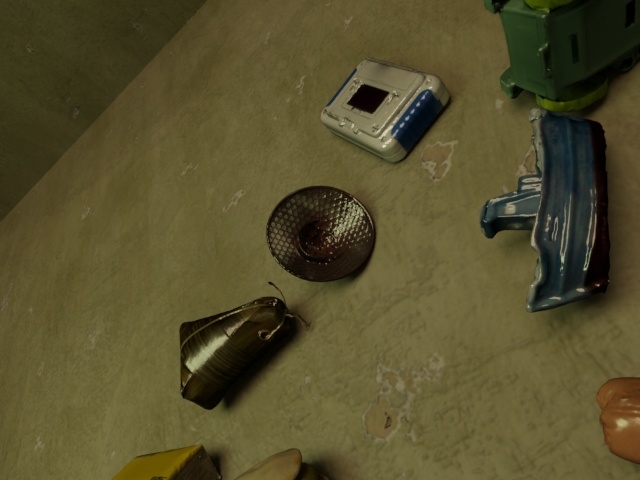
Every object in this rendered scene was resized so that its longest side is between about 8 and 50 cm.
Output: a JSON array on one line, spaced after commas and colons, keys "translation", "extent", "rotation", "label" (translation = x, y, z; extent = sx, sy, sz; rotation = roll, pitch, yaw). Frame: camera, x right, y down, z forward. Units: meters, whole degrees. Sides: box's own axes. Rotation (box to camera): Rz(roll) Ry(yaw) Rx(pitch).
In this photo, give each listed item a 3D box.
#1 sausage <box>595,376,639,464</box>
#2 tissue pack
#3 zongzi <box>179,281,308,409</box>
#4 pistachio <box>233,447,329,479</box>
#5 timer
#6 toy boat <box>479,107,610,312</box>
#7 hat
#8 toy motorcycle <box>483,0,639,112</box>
[{"translation": [0.391, 0.165, 0.372], "extent": [0.289, 0.086, 0.086], "rotation": [-4, 60, 38], "label": "sausage"}, {"translation": [-0.270, 0.410, 0.756], "extent": [0.169, 0.082, 0.120], "rotation": [-22, 8, 30], "label": "tissue pack"}, {"translation": [-0.173, 0.152, 0.870], "extent": [0.248, 0.111, 0.241], "rotation": [-42, 36, 4], "label": "zongzi"}, {"translation": [-0.084, 0.380, 0.617], "extent": [0.215, 0.144, 0.144], "rotation": [-42, 42, -3], "label": "pistachio"}, {"translation": [0.115, -0.272, 0.917], "extent": [0.178, 0.078, 0.253], "rotation": [-52, 43, 2], "label": "timer"}, {"translation": [0.281, -0.053, 0.582], "extent": [0.143, 0.129, 0.308], "rotation": [1, 61, 26], "label": "toy boat"}, {"translation": [0.000, 0.000, 0.841], "extent": [0.193, 0.082, 0.192], "rotation": [0, 63, 0], "label": "hat"}, {"translation": [0.403, -0.358, 0.664], "extent": [0.327, 0.191, 0.200], "rotation": [-34, 39, -2], "label": "toy motorcycle"}]
